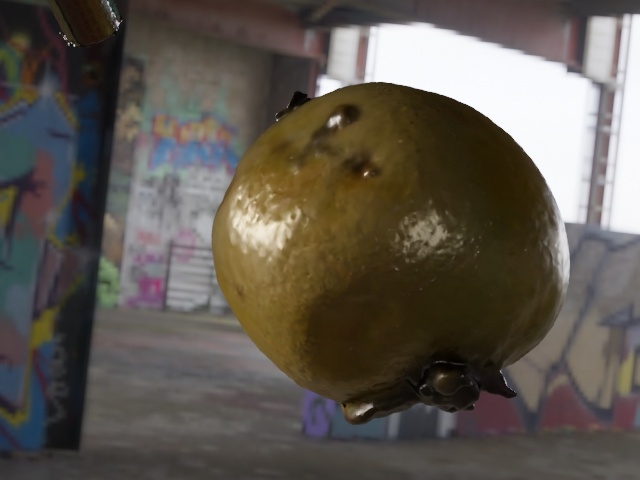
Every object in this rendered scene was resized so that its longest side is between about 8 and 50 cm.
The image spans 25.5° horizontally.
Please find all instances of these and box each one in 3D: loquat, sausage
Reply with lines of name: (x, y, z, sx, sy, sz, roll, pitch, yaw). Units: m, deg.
loquat: (0.051, 0.012, 0.952, 0.244, 0.244, 0.244, 6, 0, 0)
sausage: (-0.318, -0.371, 1.534, 0.082, 0.082, 0.371, 6, -37, 24)
